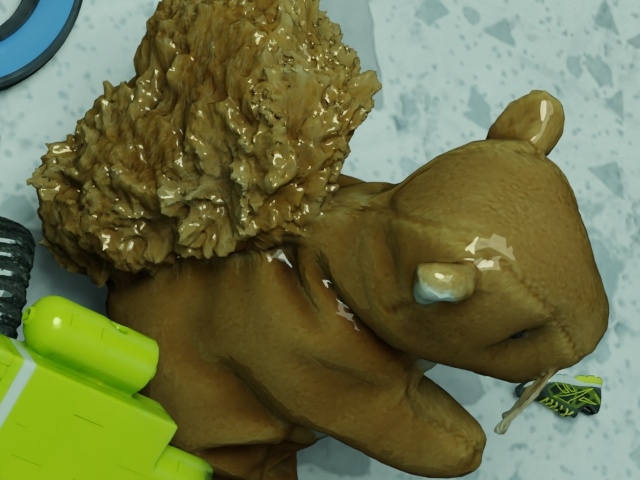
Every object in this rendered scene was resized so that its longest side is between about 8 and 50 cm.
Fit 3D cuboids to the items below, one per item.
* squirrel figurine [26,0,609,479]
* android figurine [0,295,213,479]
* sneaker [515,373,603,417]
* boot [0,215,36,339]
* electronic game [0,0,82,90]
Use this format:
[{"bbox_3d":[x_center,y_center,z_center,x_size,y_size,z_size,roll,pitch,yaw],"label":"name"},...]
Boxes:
[{"bbox_3d":[0.000,0.000,1.330,0.397,0.370,0.281,48,57,-13],"label":"squirrel figurine"},{"bbox_3d":[-0.212,0.155,1.284,0.273,0.056,0.248,26,98,-30],"label":"android figurine"},{"bbox_3d":[0.202,0.131,1.600,0.083,0.031,0.035,1,75,-23],"label":"sneaker"},{"bbox_3d":[-0.351,0.104,1.313,0.260,0.131,0.348,22,67,-16],"label":"boot"},{"bbox_3d":[-0.293,-0.219,1.479,0.229,0.048,0.229,6,72,-21],"label":"electronic game"}]
